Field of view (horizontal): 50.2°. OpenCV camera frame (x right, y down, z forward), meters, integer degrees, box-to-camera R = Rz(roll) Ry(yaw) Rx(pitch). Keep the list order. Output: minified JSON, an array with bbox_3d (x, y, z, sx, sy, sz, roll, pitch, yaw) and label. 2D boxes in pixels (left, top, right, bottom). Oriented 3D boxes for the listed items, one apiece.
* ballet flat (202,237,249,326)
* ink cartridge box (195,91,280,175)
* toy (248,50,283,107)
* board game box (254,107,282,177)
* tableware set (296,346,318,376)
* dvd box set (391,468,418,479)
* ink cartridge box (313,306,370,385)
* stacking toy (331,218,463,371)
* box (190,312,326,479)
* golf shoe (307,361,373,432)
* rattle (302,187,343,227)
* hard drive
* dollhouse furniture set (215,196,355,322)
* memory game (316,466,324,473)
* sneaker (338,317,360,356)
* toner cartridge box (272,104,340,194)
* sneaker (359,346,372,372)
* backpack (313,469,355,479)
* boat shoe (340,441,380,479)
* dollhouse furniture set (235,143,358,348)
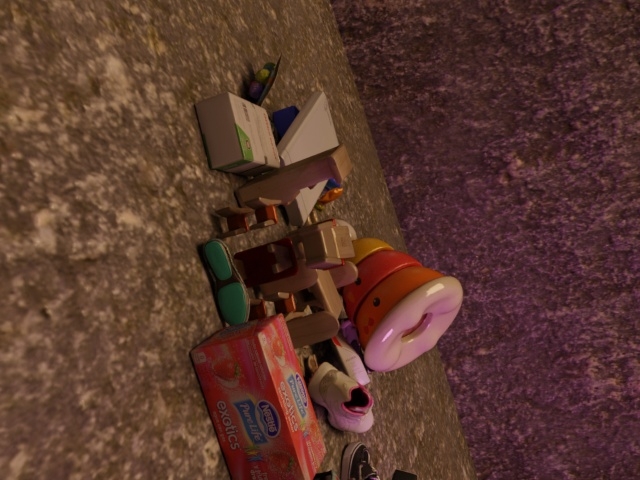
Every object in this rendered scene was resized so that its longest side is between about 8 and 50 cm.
[{"bbox_3d":[-0.187,0.083,1.391,0.070,0.070,0.189,-34,111,-72],"label":"ballet flat"},{"bbox_3d":[-0.190,-0.244,1.615,0.219,0.092,0.160,2,74,-73],"label":"ink cartridge box"},{"bbox_3d":[-0.163,-0.434,1.890,0.056,0.137,0.237,26,34,-10],"label":"toy"},{"bbox_3d":[-0.146,-0.237,1.864,0.260,0.030,0.136,-86,157,-48],"label":"board game box"},{"bbox_3d":[-0.045,0.280,1.732,0.168,0.020,0.141,20,56,-70],"label":"tableware set"},{"bbox_3d":[0.129,0.752,1.459,0.307,0.062,0.421,-38,139,-74],"label":"dvd box set"},{"bbox_3d":[0.050,0.271,1.874,0.181,0.056,0.225,-133,-160,-69],"label":"ink cartridge box"},{"bbox_3d":[0.147,0.115,2.014,0.480,0.350,0.350,46,1,31],"label":"stacking toy"},{"bbox_3d":[-0.110,0.309,1.286,0.154,0.142,0.300,-31,105,-73],"label":"box"},{"bbox_3d":[0.082,0.431,1.760,0.115,0.140,0.306,-59,138,-20],"label":"golf shoe"},{"bbox_3d":[0.009,-0.045,2.008,0.130,0.142,0.200,83,-1,-45],"label":"rattle"},{"bbox_3d":[-0.034,-0.240,1.957,0.353,0.047,0.233,-64,146,-45],"label":"hard drive"},{"bbox_3d":[-0.073,0.037,1.453,0.135,0.259,0.262,-3,79,-63],"label":"dollhouse furniture set"},{"bbox_3d":[-0.006,0.607,1.572,0.186,0.012,0.186,-15,90,-73],"label":"memory game"},{"bbox_3d":[0.101,0.306,2.091,0.228,0.086,0.132,10,70,-60],"label":"sneaker"},{"bbox_3d":[-0.038,-0.278,2.164,0.348,0.075,0.165,34,44,-65],"label":"toner cartridge box"},{"bbox_3d":[0.218,0.368,2.309,0.283,0.124,0.107,-12,85,-73],"label":"sneaker"},{"bbox_3d":[0.026,0.542,1.258,0.188,0.144,0.166,-79,154,-50],"label":"backpack"},{"bbox_3d":[0.109,0.628,1.764,0.301,0.102,0.108,-60,131,-67],"label":"boat shoe"},{"bbox_3d":[0.000,0.000,1.686,0.362,0.256,0.394,-57,126,-70],"label":"dollhouse furniture set"}]
